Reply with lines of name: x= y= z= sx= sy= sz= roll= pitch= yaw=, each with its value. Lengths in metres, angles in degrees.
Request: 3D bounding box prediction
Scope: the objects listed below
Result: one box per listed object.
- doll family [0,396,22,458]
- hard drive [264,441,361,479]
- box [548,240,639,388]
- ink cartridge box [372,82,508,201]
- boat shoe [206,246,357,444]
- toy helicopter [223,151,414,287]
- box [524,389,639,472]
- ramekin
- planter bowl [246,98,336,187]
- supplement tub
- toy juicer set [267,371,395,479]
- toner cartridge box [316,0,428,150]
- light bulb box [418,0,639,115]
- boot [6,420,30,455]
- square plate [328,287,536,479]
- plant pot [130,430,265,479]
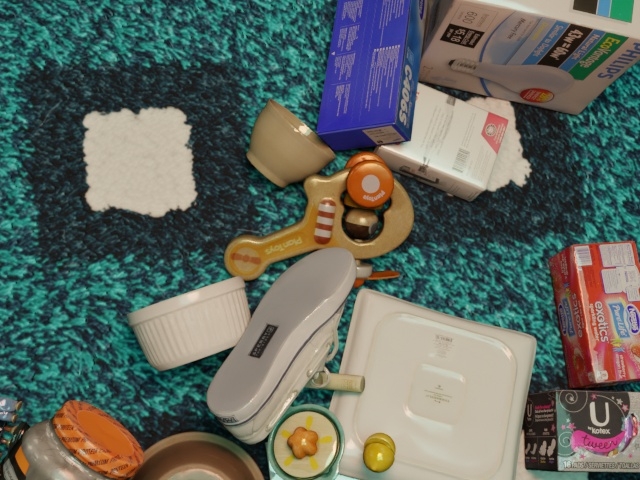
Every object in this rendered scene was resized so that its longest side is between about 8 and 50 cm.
doll family: x=-0.572 y=0.323 z=1.515 sx=0.111 sy=0.076 sz=0.193 roll=17 pitch=69 yaw=1
hard drive: x=0.068 y=0.431 z=1.594 sx=0.307 sy=0.040 sz=0.203 roll=-7 pitch=76 yaw=-10
box: x=0.520 y=0.139 z=1.694 sx=0.128 sy=0.122 sz=0.257 roll=-4 pitch=76 yaw=-9
ink cartridge box: x=0.225 y=-0.191 z=1.752 sx=0.218 sy=0.092 sz=0.158 roll=23 pitch=73 yaw=-3
boat shoe: x=-0.036 y=0.183 z=1.522 sx=0.136 sy=0.156 sz=0.367 roll=9 pitch=52 yaw=35
toy helicopter: x=0.000 y=0.000 z=1.657 sx=0.355 sy=0.140 sz=0.235 roll=-20 pitch=103 yaw=3
box: x=0.503 y=0.337 z=1.619 sx=0.247 sy=0.163 sz=0.142 roll=2 pitch=77 yaw=-8
ramekin: x=-0.213 y=0.143 z=1.548 sx=0.207 sy=0.207 sz=0.109 roll=-18 pitch=88 yaw=-13
planter bowl: x=-0.067 y=-0.166 z=1.682 sx=0.162 sy=0.162 sz=0.109 roll=43 pitch=101 yaw=4
supplement tub: x=-0.426 y=0.414 z=1.406 sx=0.193 sy=0.193 sz=0.316 roll=39 pitch=91 yaw=3
toy juicer set: x=0.012 y=0.327 z=1.511 sx=0.209 sy=0.089 sz=0.329 roll=-17 pitch=60 yaw=11
toner cartridge box: x=0.102 y=-0.344 z=1.725 sx=0.165 sy=0.075 sz=0.348 roll=-3 pitch=66 yaw=29
light bulb box: x=0.391 y=-0.425 z=1.700 sx=0.361 sy=0.358 sz=0.225 roll=11 pitch=76 yaw=-4
boot: x=-0.473 y=0.372 z=1.528 sx=0.099 sy=0.045 sz=0.121 roll=16 pitch=81 yaw=-2
square plate: x=0.198 y=0.276 z=1.617 sx=0.347 sy=0.049 sz=0.344 roll=16 pitch=65 yaw=0
plant pot: x=-0.200 y=0.432 z=1.458 sx=0.263 sy=0.229 sz=0.263 roll=2 pitch=75 yaw=-9
